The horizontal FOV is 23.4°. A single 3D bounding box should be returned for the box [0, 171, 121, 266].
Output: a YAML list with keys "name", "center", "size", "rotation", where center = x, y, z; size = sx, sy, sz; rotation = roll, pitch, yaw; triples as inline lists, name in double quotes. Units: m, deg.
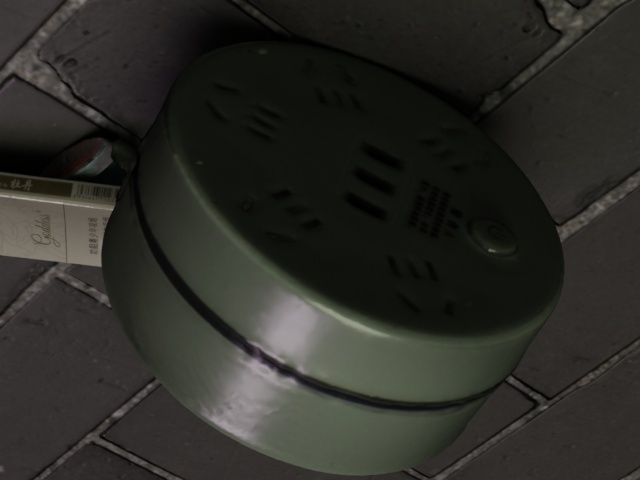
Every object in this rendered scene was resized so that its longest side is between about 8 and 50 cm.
- name: "box"
  center: [-0.254, -0.021, 1.331]
  size: [0.198, 0.029, 0.109]
  rotation: [7, 149, -4]

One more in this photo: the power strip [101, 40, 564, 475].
- name: "power strip"
  center: [0.000, 0.000, 1.198]
  size: [0.357, 0.357, 0.161]
  rotation: [16, 128, -19]

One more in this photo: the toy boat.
- name: "toy boat"
  center: [-0.176, -0.042, 1.350]
  size: [0.096, 0.034, 0.122]
  rotation: [-28, 138, 24]
